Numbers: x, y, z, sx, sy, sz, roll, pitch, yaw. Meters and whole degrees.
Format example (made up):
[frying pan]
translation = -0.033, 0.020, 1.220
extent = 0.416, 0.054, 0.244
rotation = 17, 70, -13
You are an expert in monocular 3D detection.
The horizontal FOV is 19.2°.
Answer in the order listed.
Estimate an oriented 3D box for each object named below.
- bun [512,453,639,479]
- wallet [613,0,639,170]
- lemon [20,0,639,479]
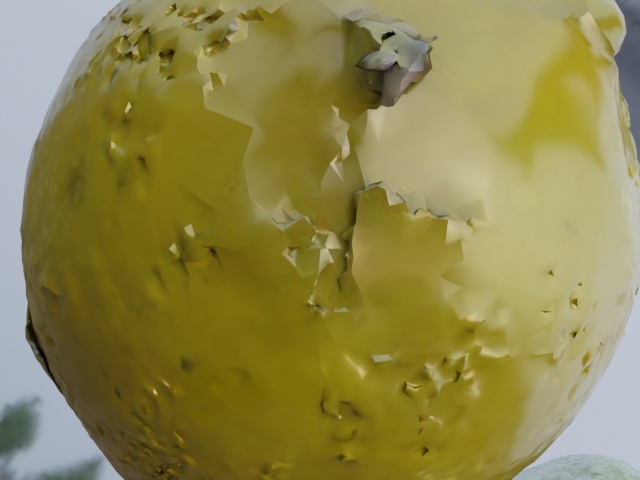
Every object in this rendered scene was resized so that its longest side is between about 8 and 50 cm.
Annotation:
[bun]
translation = 0.133, 0.184, 0.807
extent = 0.118, 0.195, 0.195
rotation = -13, -34, 17
[wallet]
translation = 0.208, -0.093, 1.033
extent = 0.247, 0.323, 0.041
rotation = -120, -172, -61
[lemon]
translation = 0.000, 0.000, 0.527
extent = 0.173, 0.173, 0.206
rotation = 41, -39, -9
